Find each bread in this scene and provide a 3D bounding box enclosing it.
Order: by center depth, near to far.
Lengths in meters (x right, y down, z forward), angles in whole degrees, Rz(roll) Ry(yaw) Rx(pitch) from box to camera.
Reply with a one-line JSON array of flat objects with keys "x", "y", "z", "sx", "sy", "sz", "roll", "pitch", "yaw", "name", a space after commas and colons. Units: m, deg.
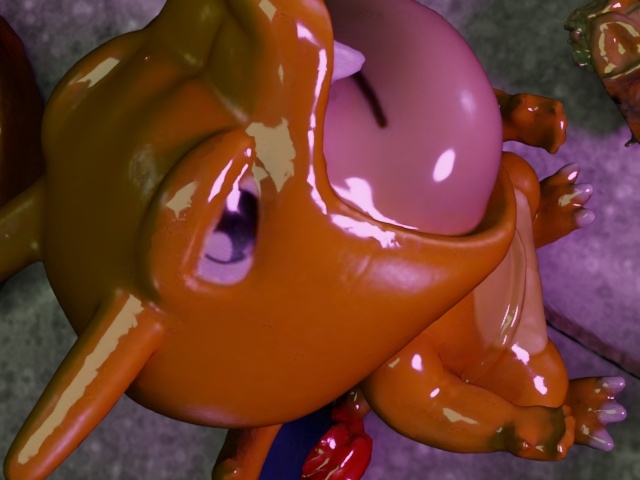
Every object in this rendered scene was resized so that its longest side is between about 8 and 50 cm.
[{"x": 0.288, "y": -0.163, "z": 0.925, "sx": 0.269, "sy": 0.087, "sz": 0.098, "roll": -29, "pitch": 75, "yaw": 12, "name": "bread"}]

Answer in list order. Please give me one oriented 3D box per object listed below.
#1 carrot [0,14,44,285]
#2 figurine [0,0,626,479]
[{"x": -0.330, "y": -0.050, "z": 1.090, "sx": 0.258, "sy": 0.100, "sz": 0.307, "roll": 20, "pitch": 90, "yaw": 21, "name": "carrot"}, {"x": 0.004, "y": 0.034, "z": 0.832, "sx": 0.268, "sy": 0.387, "sz": 0.401, "roll": 2, "pitch": 78, "yaw": 41, "name": "figurine"}]
